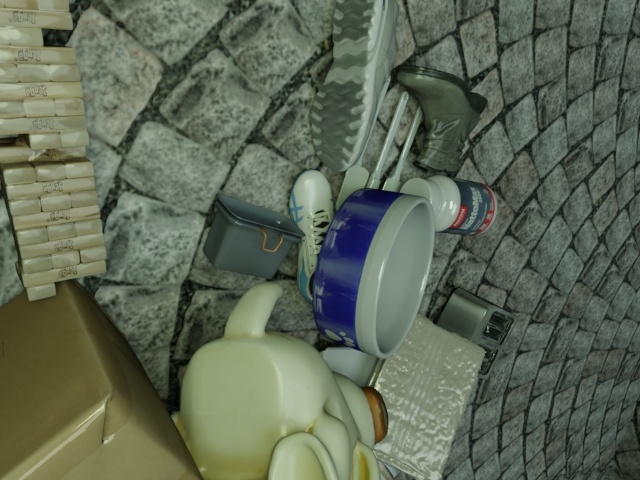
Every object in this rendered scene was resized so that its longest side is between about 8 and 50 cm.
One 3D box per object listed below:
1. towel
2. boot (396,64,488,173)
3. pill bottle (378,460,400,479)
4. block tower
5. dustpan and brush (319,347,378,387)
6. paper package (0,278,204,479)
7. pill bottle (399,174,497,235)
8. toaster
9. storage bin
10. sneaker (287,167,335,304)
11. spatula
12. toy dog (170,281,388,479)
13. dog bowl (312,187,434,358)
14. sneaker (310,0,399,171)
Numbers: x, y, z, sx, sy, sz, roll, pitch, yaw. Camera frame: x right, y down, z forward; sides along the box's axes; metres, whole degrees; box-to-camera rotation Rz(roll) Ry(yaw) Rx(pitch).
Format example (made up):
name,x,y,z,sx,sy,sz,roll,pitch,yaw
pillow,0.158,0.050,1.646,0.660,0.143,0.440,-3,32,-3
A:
name,x,y,z,sx,sy,sz,roll,pitch,yaw
towel,0.184,0.290,0.994,0.187,0.049,0.282,28,73,-4
boot,0.201,-0.199,0.923,0.247,0.083,0.161,9,104,-47
pill bottle,0.161,0.354,1.079,0.265,0.153,0.153,-40,127,-18
block tower,-0.310,-0.109,0.586,0.097,0.091,0.335,-11,115,-32
dustpan and brush,0.027,0.298,1.029,0.147,0.060,0.211,8,96,-37
paper package,-0.330,0.225,0.554,0.309,0.325,0.168,-38,125,-17
pill bottle,0.237,-0.066,0.998,0.180,0.108,0.107,3,106,-37
toaster,0.333,0.203,1.174,0.186,0.110,0.168,25,91,-40
storage bin,-0.103,0.004,0.790,0.135,0.098,0.091,15,109,-39
sneaker,0.000,0.000,0.864,0.085,0.086,0.237,-17,116,-29
spatula,0.111,-0.152,0.913,0.168,0.019,0.241,12,100,-47
toy dog,-0.055,0.288,0.780,0.285,0.395,0.408,-16,157,15
dog bowl,0.094,0.050,0.862,0.265,0.104,0.264,-40,138,-51
sneaker,0.070,-0.240,0.807,0.115,0.105,0.281,-10,120,-49
